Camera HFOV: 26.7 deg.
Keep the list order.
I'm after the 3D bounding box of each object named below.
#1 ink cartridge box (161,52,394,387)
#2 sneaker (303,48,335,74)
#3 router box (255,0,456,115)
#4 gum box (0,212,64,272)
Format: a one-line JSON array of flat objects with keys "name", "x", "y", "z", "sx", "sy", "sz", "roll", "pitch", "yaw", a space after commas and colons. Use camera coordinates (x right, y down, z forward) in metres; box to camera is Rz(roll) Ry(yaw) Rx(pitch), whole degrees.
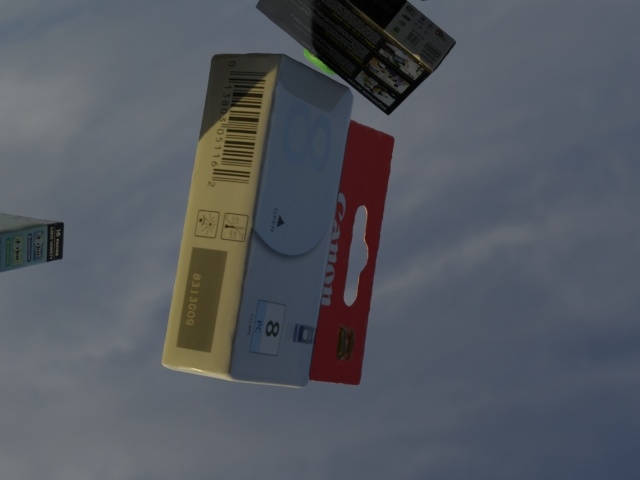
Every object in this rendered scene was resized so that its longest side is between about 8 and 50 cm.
[{"name": "ink cartridge box", "x": 0.000, "y": 0.000, "z": 1.412, "sx": 0.091, "sy": 0.385, "sz": 0.308, "roll": 5, "pitch": -95, "yaw": 32}, {"name": "sneaker", "x": -0.029, "y": -0.351, "z": 1.680, "sx": 0.146, "sy": 0.134, "sz": 0.344, "roll": -43, "pitch": -128, "yaw": 22}, {"name": "router box", "x": 0.030, "y": -0.212, "z": 1.312, "sx": 0.046, "sy": 0.179, "sz": 0.133, "roll": -52, "pitch": -175, "yaw": -21}, {"name": "gum box", "x": -0.356, "y": 0.001, "z": 1.249, "sx": 0.157, "sy": 0.041, "sz": 0.184, "roll": 8, "pitch": -169, "yaw": 24}]
